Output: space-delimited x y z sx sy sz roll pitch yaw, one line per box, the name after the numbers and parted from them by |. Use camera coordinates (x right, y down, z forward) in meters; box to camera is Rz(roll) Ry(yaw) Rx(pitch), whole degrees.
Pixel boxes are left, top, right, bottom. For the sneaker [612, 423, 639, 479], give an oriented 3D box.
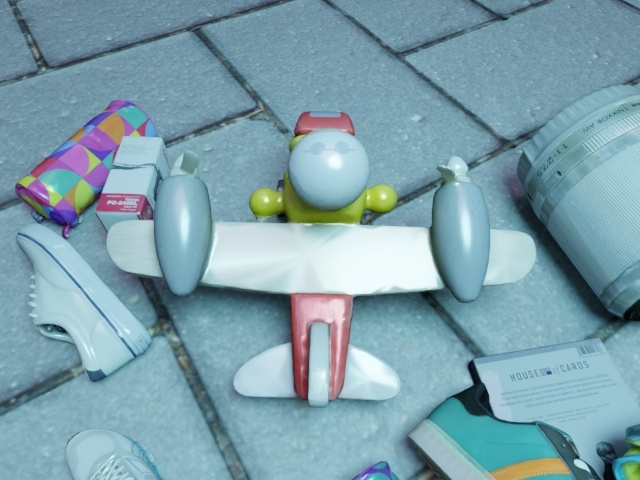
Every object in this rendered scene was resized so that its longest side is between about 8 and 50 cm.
0.410 0.192 0.470 0.208 0.319 0.126 -21 90 23 | sneaker

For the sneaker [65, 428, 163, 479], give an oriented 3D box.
-0.197 0.255 0.458 0.191 0.082 0.071 29 60 19 | sneaker

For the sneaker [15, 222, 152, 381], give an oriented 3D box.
-0.333 0.072 0.575 0.258 0.094 0.091 37 57 21 | sneaker

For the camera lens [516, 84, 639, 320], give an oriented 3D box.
0.432 -0.046 0.605 0.220 0.219 0.274 -13 56 -11 | camera lens

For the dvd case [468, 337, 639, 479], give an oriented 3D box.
0.299 0.239 0.515 0.180 0.029 0.238 -7 55 -7 | dvd case

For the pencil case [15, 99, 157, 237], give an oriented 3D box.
-0.366 -0.122 0.714 0.105 0.104 0.236 22 59 13 | pencil case

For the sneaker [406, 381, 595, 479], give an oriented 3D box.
0.220 0.239 0.404 0.121 0.108 0.302 -40 38 -14 | sneaker

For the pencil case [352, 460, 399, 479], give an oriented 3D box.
0.080 0.304 0.441 0.070 0.064 0.151 -17 55 -30 | pencil case

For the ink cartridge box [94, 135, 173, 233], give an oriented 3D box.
-0.265 -0.066 0.665 0.063 0.109 0.150 1 55 0 | ink cartridge box

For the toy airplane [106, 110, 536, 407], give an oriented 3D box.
0.000 0.000 0.527 0.386 0.272 0.384 -37 64 -24 | toy airplane
